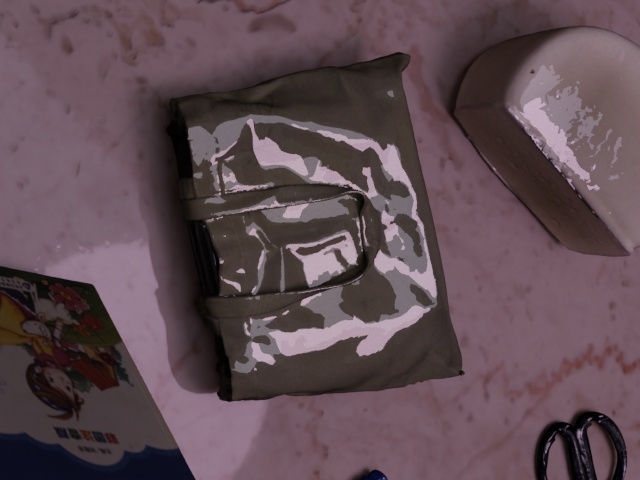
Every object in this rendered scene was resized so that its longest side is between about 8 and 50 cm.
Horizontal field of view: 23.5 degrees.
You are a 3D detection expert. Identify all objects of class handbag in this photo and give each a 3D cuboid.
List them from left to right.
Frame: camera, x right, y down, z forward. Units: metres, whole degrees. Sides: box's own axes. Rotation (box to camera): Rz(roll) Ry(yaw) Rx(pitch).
[{"bbox_3d":[-0.004,-0.003,1.437,0.253,0.109,0.315,-12,97,-22],"label":"handbag"}]

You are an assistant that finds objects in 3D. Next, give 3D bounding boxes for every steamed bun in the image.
[{"bbox_3d":[0.267,-0.112,1.552,0.241,0.146,0.164,46,74,-19],"label":"steamed bun"}]

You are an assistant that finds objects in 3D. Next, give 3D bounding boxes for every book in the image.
[{"bbox_3d":[-0.201,0.137,1.216,0.018,0.322,0.228,-48,146,21],"label":"book"}]

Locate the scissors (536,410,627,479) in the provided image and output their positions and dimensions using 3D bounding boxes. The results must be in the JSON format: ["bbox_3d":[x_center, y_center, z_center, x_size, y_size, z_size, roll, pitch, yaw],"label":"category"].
[{"bbox_3d":[0.300,0.332,1.648,0.109,0.022,0.300,-16,98,-23],"label":"scissors"}]

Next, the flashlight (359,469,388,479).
[{"bbox_3d":[0.020,0.271,1.494,0.057,0.035,0.121,44,65,5],"label":"flashlight"}]
